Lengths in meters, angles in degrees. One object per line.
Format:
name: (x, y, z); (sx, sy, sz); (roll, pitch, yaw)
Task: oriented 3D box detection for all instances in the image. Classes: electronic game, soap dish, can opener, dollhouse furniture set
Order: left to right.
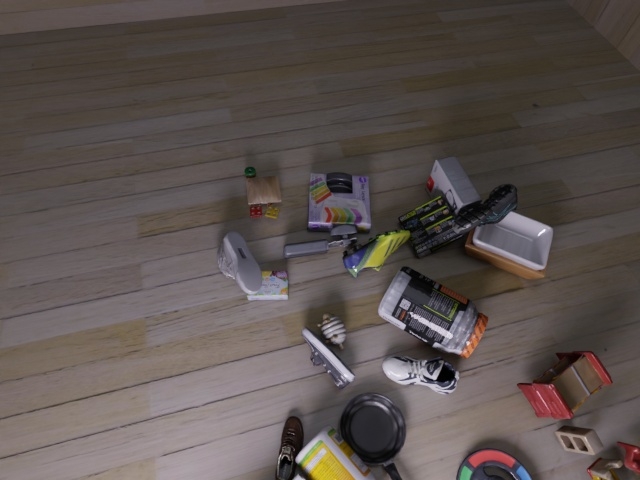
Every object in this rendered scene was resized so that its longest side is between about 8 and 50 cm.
can opener: (0.000, 0.000, 1.621); (0.283, 0.076, 0.095); (-8, 77, -8)
electronic game: (0.490, 0.701, 1.209); (0.229, 0.048, 0.229); (1, 57, -2)
soap dish: (0.704, 0.004, 1.640); (0.290, 0.118, 0.229); (23, 58, 12)
dollhouse furniture set: (0.796, 0.543, 1.298); (0.201, 0.152, 0.374); (-25, 79, -19)

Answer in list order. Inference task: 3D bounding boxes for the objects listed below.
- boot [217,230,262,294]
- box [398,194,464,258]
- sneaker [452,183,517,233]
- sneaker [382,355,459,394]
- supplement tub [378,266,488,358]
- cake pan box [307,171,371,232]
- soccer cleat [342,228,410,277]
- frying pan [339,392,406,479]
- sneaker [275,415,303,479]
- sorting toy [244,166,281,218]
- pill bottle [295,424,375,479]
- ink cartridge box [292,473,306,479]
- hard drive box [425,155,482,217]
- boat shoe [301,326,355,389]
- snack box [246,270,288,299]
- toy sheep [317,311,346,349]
boot: (-0.288, 0.100, 1.526); (0.095, 0.123, 0.258); (1, 51, -38)
box: (0.416, -0.053, 1.659); (0.190, 0.045, 0.184); (-29, 56, 12)
sneaker: (0.599, -0.090, 1.563); (0.267, 0.106, 0.101); (-33, 32, -1)
sneaker: (0.314, 0.394, 1.339); (0.234, 0.153, 0.094); (21, 57, 10)
supplement tub: (0.363, 0.236, 1.423); (0.315, 0.194, 0.194); (29, 60, 16)
cake pan box: (0.074, -0.154, 1.740); (0.245, 0.070, 0.267); (5, 56, -3)
soccer cleat: (0.215, 0.045, 1.616); (0.289, 0.093, 0.121); (-24, 92, -19)
frying pan: (0.198, 0.592, 1.263); (0.197, 0.053, 0.326); (-39, 68, -25)
sneaker: (-0.085, 0.592, 1.234); (0.066, 0.071, 0.189); (7, 57, 1)
sorting toy: (-0.227, -0.184, 1.754); (0.132, 0.046, 0.275); (-7, 57, -8)
pill bottle: (0.059, 0.638, 1.172); (0.136, 0.136, 0.245); (-37, 66, -24)
ink cartridge box: (-0.093, 0.785, 1.071); (0.306, 0.131, 0.226); (-35, 64, -25)
hard drive box: (0.518, -0.183, 1.716); (0.089, 0.181, 0.232); (-13, 57, -10)
boat shoe: (0.008, 0.376, 1.387); (0.228, 0.080, 0.076); (43, 89, 18)
snack box: (-0.184, 0.158, 1.535); (0.141, 0.037, 0.100); (-1, 58, -3)
toy sheep: (0.042, 0.296, 1.429); (0.091, 0.091, 0.132); (-17, 72, -14)
